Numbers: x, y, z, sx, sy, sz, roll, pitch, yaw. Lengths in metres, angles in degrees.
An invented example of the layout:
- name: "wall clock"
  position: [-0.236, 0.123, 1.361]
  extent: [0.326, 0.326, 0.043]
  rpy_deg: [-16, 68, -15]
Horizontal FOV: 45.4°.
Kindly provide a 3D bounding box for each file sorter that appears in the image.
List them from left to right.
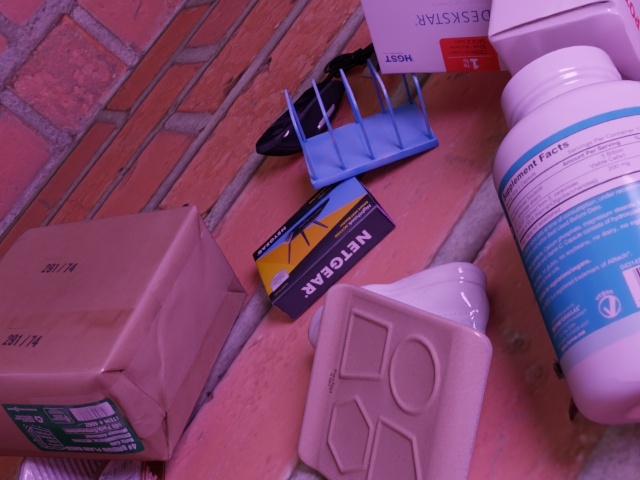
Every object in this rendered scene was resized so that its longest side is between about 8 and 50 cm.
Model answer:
- name: "file sorter"
  position: [0.048, -0.164, 1.001]
  extent: [0.170, 0.104, 0.118]
  rpy_deg: [-20, 35, 4]

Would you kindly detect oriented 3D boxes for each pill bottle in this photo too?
- name: "pill bottle"
  position: [0.216, -0.012, 0.557]
  extent: [0.146, 0.146, 0.263]
  rpy_deg: [-30, 58, 29]

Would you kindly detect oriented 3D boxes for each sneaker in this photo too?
- name: "sneaker"
  position: [-0.376, 0.286, 1.116]
  extent: [0.161, 0.102, 0.282]
  rpy_deg: [-33, 25, 33]
- name: "sneaker"
  position: [0.071, 0.095, 0.777]
  extent: [0.212, 0.080, 0.094]
  rpy_deg: [-24, 51, 34]

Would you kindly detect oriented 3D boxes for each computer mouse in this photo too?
- name: "computer mouse"
  position: [0.021, -0.215, 1.194]
  extent: [0.184, 0.060, 0.262]
  rpy_deg: [-9, 37, 52]

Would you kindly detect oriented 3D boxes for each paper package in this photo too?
- name: "paper package"
  position: [-0.307, 0.121, 1.009]
  extent: [0.325, 0.168, 0.309]
  rpy_deg: [-6, 40, 25]

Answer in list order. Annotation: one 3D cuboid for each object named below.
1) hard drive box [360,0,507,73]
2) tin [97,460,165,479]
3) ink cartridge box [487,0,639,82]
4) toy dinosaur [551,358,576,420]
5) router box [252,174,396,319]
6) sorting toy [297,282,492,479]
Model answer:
- name: "hard drive box"
  position: [0.134, -0.311, 0.857]
  extent: [0.181, 0.232, 0.089]
  rpy_deg: [6, 45, 34]
- name: "tin"
  position: [-0.241, 0.331, 0.944]
  extent: [0.106, 0.040, 0.189]
  rpy_deg: [-42, 31, 19]
- name: "ink cartridge box"
  position: [0.263, -0.250, 0.740]
  extent: [0.115, 0.198, 0.272]
  rpy_deg: [-8, 57, 37]
- name: "toy dinosaur"
  position: [0.234, 0.092, 0.621]
  extent: [0.082, 0.047, 0.090]
  rpy_deg: [-19, 74, 27]
- name: "router box"
  position: [0.000, 0.000, 0.990]
  extent: [0.179, 0.046, 0.133]
  rpy_deg: [-44, 31, 8]
- name: "sorting toy"
  position: [0.063, 0.151, 0.698]
  extent: [0.208, 0.038, 0.192]
  rpy_deg: [15, 97, 54]
